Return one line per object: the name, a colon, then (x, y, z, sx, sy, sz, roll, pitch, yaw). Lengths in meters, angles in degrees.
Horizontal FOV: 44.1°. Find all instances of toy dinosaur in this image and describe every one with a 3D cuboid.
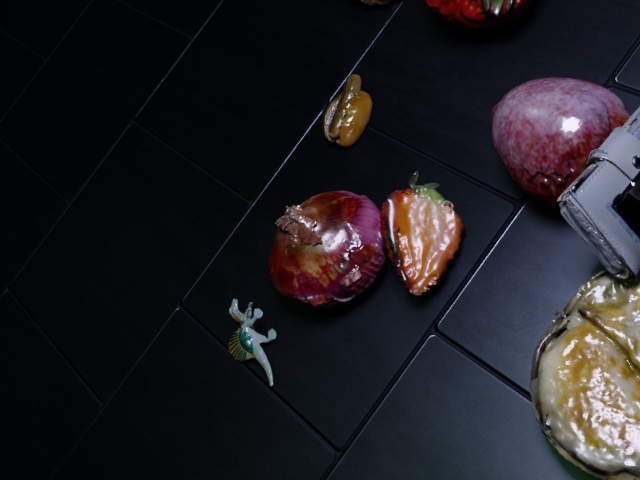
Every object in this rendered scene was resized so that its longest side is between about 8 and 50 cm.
toy dinosaur: (-0.132, 0.184, 1.438, 0.106, 0.044, 0.187, -25, 67, 36)

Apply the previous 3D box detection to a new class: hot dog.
hot dog: (0.055, -0.251, 1.527, 0.090, 0.060, 0.140, 24, 77, 34)

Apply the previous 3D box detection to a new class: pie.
pie: (0.441, 0.169, 1.053, 0.339, 0.077, 0.339, -14, 54, 20)

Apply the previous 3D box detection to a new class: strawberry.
strawberry: (0.163, -0.010, 1.314, 0.140, 0.085, 0.192, -21, 81, -15)
strawberry: (0.283, -0.520, 1.422, 0.257, 0.257, 0.277, -32, 20, 15)

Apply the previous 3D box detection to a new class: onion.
onion: (0.000, 0.000, 1.365, 0.230, 0.163, 0.230, -18, 46, 19)

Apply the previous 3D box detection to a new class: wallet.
wallet: (0.443, -0.075, 1.084, 0.231, 0.170, 0.069, -42, 11, -18)

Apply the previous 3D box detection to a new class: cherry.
cherry: (0.358, -0.160, 1.215, 0.249, 0.175, 0.192, 39, 112, 41)

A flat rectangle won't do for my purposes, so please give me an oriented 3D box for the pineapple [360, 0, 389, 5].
pineapple: (0.067, -0.637, 1.530, 0.223, 0.357, 0.223, -17, 55, 25)
